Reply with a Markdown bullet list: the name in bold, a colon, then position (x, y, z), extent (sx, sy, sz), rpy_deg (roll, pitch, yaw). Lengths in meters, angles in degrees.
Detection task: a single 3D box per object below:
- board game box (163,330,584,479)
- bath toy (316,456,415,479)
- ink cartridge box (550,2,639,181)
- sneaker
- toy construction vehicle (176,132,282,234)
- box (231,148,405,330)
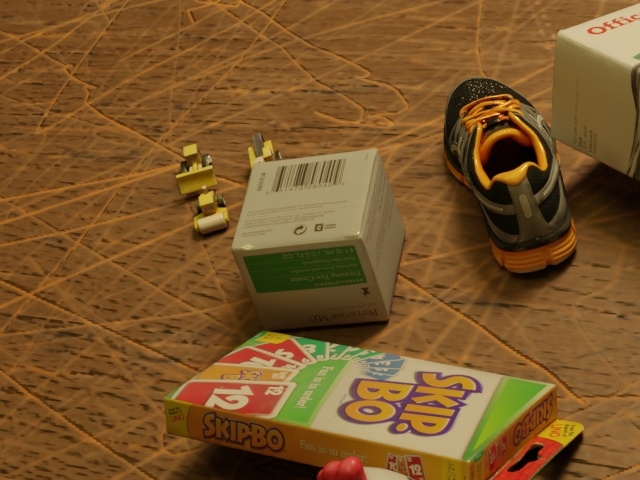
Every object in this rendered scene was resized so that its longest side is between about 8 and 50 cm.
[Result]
- **board game box**: position (0.035, 0.115, 1.325), extent (0.259, 0.039, 0.124), rpy_deg (11, 26, 30)
- **bath toy**: position (-0.003, 0.262, 1.126), extent (0.151, 0.129, 0.348), rpy_deg (2, 43, 26)
- **ink cartridge box**: position (0.293, -0.097, 1.415), extent (0.160, 0.093, 0.219), rpy_deg (-21, 35, -31)
- **sneaker**: position (0.139, -0.069, 1.488), extent (0.084, 0.083, 0.215), rpy_deg (-22, 37, 1)
- **toy construction vehicle**: position (-0.075, -0.053, 1.599), extent (0.086, 0.035, 0.098), rpy_deg (-15, 39, 7)
- **box**: position (0.000, 0.000, 1.463), extent (0.101, 0.087, 0.102), rpy_deg (-6, 41, 17)
